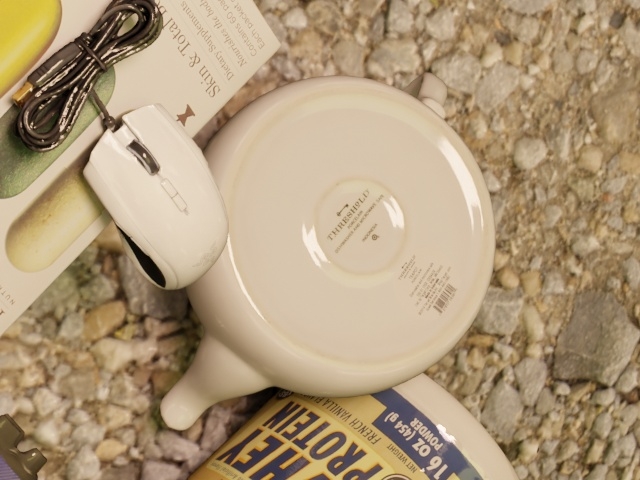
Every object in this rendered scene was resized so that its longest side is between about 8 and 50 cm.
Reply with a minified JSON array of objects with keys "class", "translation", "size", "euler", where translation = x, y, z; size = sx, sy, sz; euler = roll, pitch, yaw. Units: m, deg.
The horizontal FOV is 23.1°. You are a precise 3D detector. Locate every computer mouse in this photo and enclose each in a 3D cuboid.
[{"class":"computer mouse","translation":[-0.098,-0.042,0.913],"size":[0.106,0.042,0.193],"euler":[-46,132,-18]}]

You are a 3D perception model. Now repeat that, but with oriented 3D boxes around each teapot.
[{"class":"teapot","translation":[0.000,0.000,1.189],"size":[0.256,0.187,0.253],"euler":[-6,84,-20]}]

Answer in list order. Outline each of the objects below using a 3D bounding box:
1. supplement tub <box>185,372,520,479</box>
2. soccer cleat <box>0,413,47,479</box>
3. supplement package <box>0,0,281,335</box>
[{"class":"supplement tub","translation":[-0.013,0.257,1.236],"size":[0.316,0.228,0.228],"euler":[-43,128,-19]},{"class":"soccer cleat","translation":[-0.302,0.114,1.039],"size":[0.121,0.093,0.289],"euler":[-45,129,-8]},{"class":"supplement package","translation":[-0.208,-0.118,0.954],"size":[0.263,0.198,0.199],"euler":[-47,131,-15]}]
